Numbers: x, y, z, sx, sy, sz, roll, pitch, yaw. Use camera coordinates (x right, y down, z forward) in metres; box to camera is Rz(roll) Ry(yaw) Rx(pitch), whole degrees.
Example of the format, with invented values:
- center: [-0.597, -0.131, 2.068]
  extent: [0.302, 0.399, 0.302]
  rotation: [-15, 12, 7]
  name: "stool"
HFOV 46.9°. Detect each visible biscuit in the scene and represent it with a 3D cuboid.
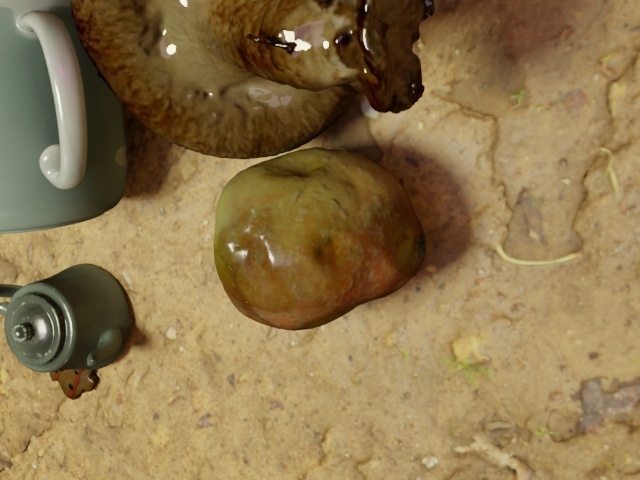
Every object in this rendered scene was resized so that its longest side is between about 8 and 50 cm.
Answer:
- center: [-0.403, 0.190, 1.167]
  extent: [0.130, 0.019, 0.119]
  rotation: [38, 114, 14]
  name: "biscuit"

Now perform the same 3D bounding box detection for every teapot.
- center: [-0.392, 0.119, 1.062]
  extent: [0.239, 0.149, 0.162]
  rotation: [25, 104, 19]
  name: "teapot"

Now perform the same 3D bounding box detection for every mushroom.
- center: [-0.081, -0.209, 0.761]
  extent: [0.334, 0.331, 0.356]
  rotation: [-13, 58, -1]
  name: "mushroom"

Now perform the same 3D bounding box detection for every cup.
- center: [-0.355, -0.152, 0.910]
  extent: [0.356, 0.259, 0.275]
  rotation: [16, 115, 53]
  name: "cup"

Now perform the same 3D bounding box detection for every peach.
- center: [0.000, 0.000, 0.830]
  extent: [0.235, 0.214, 0.214]
  rotation: [-5, 99, 19]
  name: "peach"
